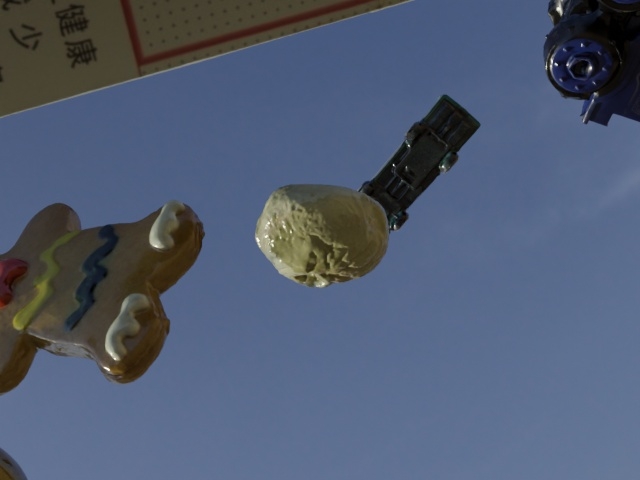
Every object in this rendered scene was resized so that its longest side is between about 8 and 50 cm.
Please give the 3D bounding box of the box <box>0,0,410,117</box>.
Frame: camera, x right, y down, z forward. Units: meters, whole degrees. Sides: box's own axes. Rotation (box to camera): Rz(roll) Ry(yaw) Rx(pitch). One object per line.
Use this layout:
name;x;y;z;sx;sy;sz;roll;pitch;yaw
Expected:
box;-0.100;-0.216;0.770;0.330;0.095;0.210;-17;-59;-10

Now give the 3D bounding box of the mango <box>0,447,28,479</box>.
mango;-0.336;0.235;1.139;0.195;0.137;0.098;-49;18;57

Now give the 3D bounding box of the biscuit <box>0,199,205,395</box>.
biscuit;-0.201;0.035;0.904;0.035;0.240;0.158;56;-141;-46

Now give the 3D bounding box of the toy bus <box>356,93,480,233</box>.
toy bus;0.135;-0.104;1.920;0.262;0.091;0.109;-48;2;13

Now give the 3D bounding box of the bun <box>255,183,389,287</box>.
bun;0.000;0.000;1.012;0.115;0.115;0.069;26;-118;-48

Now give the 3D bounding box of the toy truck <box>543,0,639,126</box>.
toy truck;0.300;-0.205;1.116;0.161;0.176;0.213;-68;-1;-53
